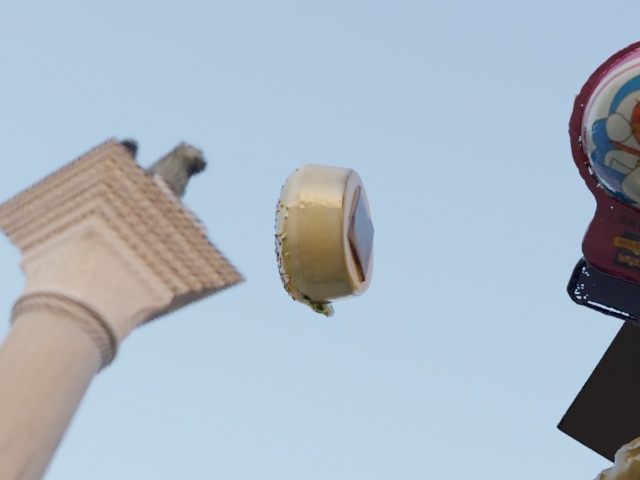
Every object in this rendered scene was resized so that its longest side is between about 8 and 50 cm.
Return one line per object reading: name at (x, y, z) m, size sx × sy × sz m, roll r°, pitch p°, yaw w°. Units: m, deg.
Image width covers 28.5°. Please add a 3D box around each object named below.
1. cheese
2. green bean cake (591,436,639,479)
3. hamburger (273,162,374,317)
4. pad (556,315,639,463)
cheese at (0.240, -0.042, 0.880) m, size 0.155 × 0.062 × 0.244 m, roll 20°, pitch -56°, yaw 9°
green bean cake at (0.350, 0.226, 1.022) m, size 0.230 × 0.131 × 0.224 m, roll 52°, pitch -55°, yaw 30°
hamburger at (0.000, 0.000, 1.107) m, size 0.081 × 0.126 × 0.141 m, roll -4°, pitch -32°, yaw 16°
pad at (0.364, 0.168, 1.263) m, size 0.245 × 0.006 × 0.170 m, roll 32°, pitch -89°, yaw -25°
